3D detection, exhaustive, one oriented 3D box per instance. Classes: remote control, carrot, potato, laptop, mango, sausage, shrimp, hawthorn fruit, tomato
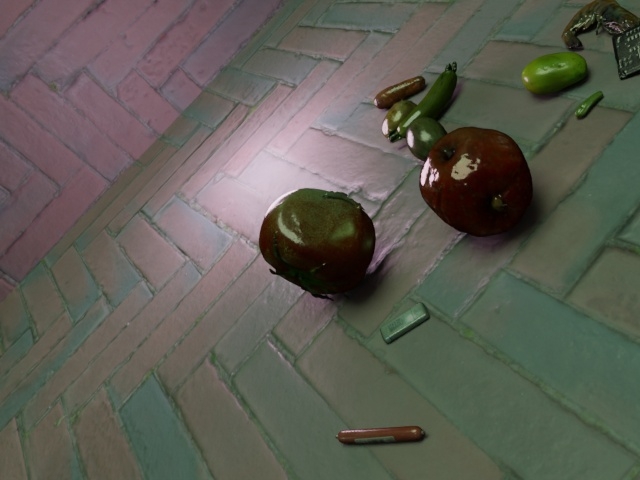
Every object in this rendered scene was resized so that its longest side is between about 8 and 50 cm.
[{"bbox_3d":[0.195,0.192,1.559,0.124,0.018,0.053,-35,34,12],"label":"remote control"},{"bbox_3d":[0.259,-0.489,2.194,0.186,0.060,0.060,-24,39,27],"label":"carrot"},{"bbox_3d":[0.245,-0.379,2.077,0.138,0.070,0.092,-51,43,-7],"label":"potato"},{"bbox_3d":[0.797,-0.477,1.604,0.180,0.016,0.129,-21,62,41],"label":"laptop"},{"bbox_3d":[0.614,-0.442,1.758,0.163,0.089,0.117,-12,36,22],"label":"mango"},{"bbox_3d":[0.121,0.406,1.394,0.223,0.029,0.029,-15,43,35],"label":"sausage"},{"bbox_3d":[0.745,-0.557,1.774,0.169,0.058,0.296,-42,30,19],"label":"shrimp"},{"bbox_3d":[0.361,-0.132,1.547,0.258,0.258,0.261,-33,63,15],"label":"hawthorn fruit"},{"bbox_3d":[0.000,0.000,1.725,0.304,0.303,0.239,1,59,47],"label":"tomato"}]

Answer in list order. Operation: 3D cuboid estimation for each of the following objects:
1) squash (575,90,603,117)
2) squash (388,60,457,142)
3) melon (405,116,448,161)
[{"bbox_3d":[0.659,-0.336,1.643,0.089,0.027,0.027,-46,34,-6],"label":"squash"},{"bbox_3d":[0.329,-0.405,2.014,0.318,0.071,0.080,-50,43,-5],"label":"squash"},{"bbox_3d":[0.301,-0.286,1.882,0.114,0.114,0.167,-36,35,11],"label":"melon"}]
